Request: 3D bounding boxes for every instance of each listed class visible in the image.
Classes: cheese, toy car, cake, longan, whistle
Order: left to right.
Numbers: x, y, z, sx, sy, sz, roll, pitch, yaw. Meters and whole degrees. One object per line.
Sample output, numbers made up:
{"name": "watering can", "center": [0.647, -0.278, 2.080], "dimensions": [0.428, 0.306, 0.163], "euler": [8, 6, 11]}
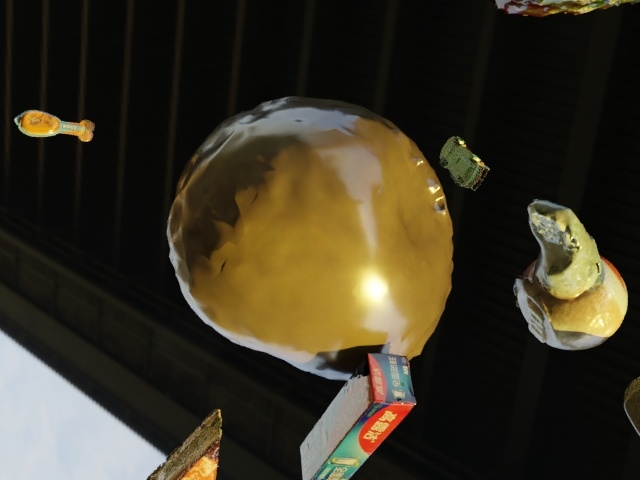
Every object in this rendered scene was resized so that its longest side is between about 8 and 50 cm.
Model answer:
{"name": "cheese", "center": [-0.384, -0.165, 1.240], "dimensions": [0.017, 0.111, 0.047], "euler": [125, -32, -57]}
{"name": "cake", "center": [-0.212, 0.349, 1.256], "dimensions": [0.086, 0.117, 0.220], "euler": [-99, -164, -59]}
{"name": "longan", "center": [0.000, -0.010, 1.274], "dimensions": [0.404, 0.436, 0.404], "euler": [-55, -162, 28]}
{"name": "toy car", "center": [0.249, -0.139, 1.515], "dimensions": [0.059, 0.035, 0.122], "euler": [-60, -150, 22]}
{"name": "whistle", "center": [0.415, 0.050, 1.414], "dimensions": [0.189, 0.189, 0.348], "euler": [26, -29, 39]}

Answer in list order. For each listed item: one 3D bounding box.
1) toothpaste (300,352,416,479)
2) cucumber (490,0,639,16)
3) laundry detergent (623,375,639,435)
{"name": "toothpaste", "center": [0.046, 0.272, 1.245], "dimensions": [0.320, 0.066, 0.076], "euler": [116, -26, -49]}
{"name": "cucumber", "center": [0.281, -0.252, 0.749], "dimensions": [0.096, 0.359, 0.096], "euler": [46, -34, 44]}
{"name": "laundry detergent", "center": [0.607, 0.282, 1.397], "dimensions": [0.181, 0.253, 0.091], "euler": [52, -56, 30]}
